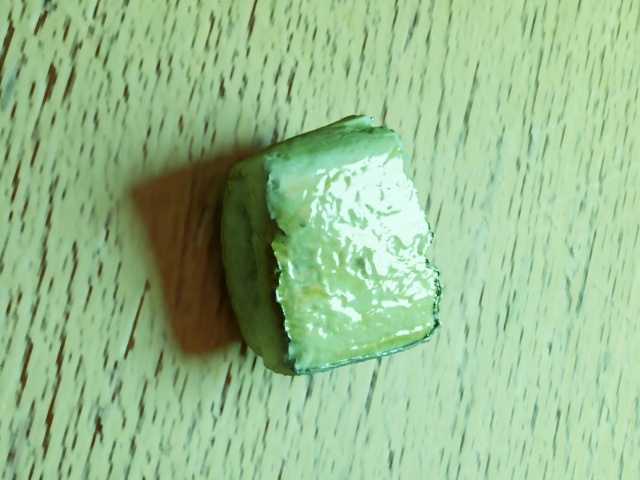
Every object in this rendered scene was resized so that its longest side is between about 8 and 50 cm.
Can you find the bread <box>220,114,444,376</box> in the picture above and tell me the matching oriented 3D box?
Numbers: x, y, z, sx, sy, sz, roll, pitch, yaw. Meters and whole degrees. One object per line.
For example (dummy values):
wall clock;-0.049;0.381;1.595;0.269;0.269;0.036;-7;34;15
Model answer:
bread;0.001;0.001;0.961;0.106;0.082;0.125;-13;100;-25
